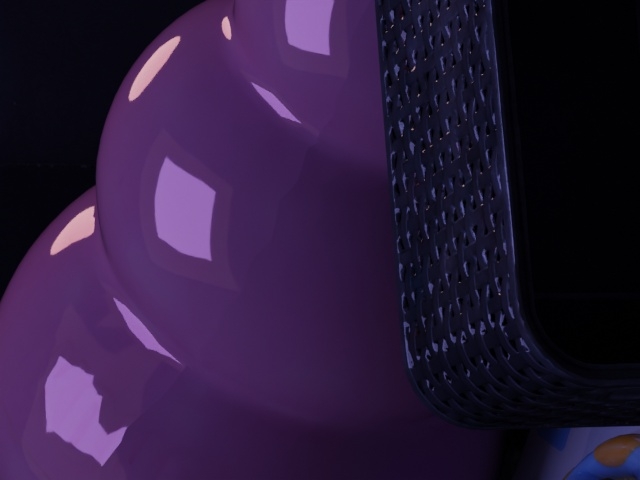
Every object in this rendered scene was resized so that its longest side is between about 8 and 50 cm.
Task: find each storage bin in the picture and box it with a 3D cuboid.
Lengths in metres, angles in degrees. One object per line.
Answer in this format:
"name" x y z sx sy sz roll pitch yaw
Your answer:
"storage bin" 0.088 -0.042 0.552 0.084 0.122 0.180 142 126 -67

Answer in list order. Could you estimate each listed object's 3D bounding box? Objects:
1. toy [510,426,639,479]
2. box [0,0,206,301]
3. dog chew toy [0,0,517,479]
"toy" 0.090 0.120 0.622 0.237 0.056 0.137 33 107 65
"box" -0.165 -0.068 1.224 0.312 0.179 0.343 112 152 -45
"dog chew toy" 0.000 0.000 0.718 0.207 0.206 0.332 -109 34 -45
